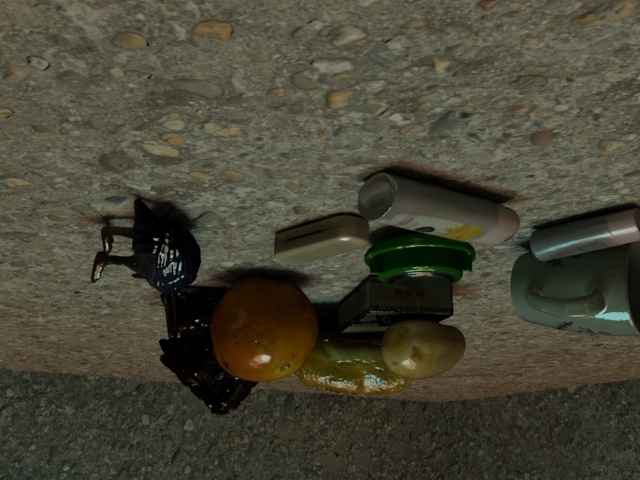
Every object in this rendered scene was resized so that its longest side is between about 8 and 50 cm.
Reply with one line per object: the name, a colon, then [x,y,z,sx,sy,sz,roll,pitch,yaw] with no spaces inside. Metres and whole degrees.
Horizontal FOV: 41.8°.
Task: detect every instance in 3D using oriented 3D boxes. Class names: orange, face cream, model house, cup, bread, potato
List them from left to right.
model house: [-0.231,0.278,2.019,0.296,0.283,0.317,0,164,2]
orange: [-0.123,0.194,1.843,0.239,0.240,0.240,0,163,0]
bread: [0.085,0.307,2.201,0.336,0.148,0.328,4,-177,-4]
potato: [0.230,0.246,1.900,0.233,0.146,0.150,16,-173,-46]
face cream: [0.188,-0.045,1.310,0.269,0.073,0.107,11,168,-36]
cup: [0.466,0.092,1.534,0.234,0.187,0.258,-5,-173,36]
face cream: [0.467,-0.011,1.456,0.198,0.057,0.084,-17,158,39]

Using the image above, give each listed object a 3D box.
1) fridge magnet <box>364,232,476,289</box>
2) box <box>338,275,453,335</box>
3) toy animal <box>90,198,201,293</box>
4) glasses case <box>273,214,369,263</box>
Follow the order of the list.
fridge magnet: [0.185,0.038,1.556,0.207,0.088,0.208,0,164,0]
box: [0.170,0.161,1.981,0.198,0.084,0.310,3,163,-11]
toy animal: [-0.294,0.024,1.456,0.185,0.122,0.298,15,153,-12]
glasses case: [0.000,0.000,1.494,0.196,0.050,0.083,-15,156,40]
